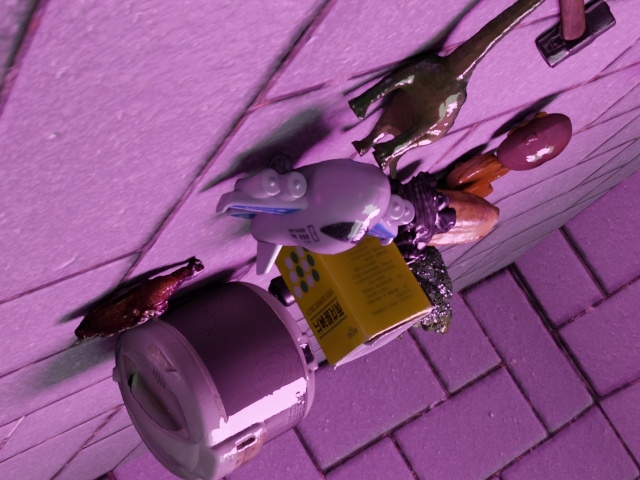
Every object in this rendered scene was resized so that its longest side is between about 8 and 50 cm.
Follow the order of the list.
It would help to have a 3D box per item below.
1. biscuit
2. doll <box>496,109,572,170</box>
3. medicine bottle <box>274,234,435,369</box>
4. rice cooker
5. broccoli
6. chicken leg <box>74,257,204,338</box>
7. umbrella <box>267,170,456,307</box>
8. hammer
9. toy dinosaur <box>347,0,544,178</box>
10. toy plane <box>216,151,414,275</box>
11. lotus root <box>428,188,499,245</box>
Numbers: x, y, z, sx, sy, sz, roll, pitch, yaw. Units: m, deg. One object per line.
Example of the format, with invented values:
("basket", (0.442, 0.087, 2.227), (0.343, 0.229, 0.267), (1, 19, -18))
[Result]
("biscuit", (0.278, -0.109, 2.106), (0.196, 0.049, 0.301), (-29, 169, -7))
("doll", (0.383, -0.180, 1.984), (0.145, 0.096, 0.188), (-24, 178, -9))
("medicine bottle", (0.036, 0.044, 1.603), (0.141, 0.250, 0.137), (-21, 166, -34))
("rice cooker", (-0.177, 0.230, 1.759), (0.277, 0.288, 0.288), (-26, 168, -35))
("broccoli", (0.132, 0.089, 2.066), (0.242, 0.261, 0.269), (-50, -154, -11))
("chicken leg", (-0.251, 0.082, 1.521), (0.205, 0.053, 0.093), (-22, -170, -13))
("umbrella", (0.069, 0.000, 1.798), (0.336, 0.128, 0.154), (-23, 130, -19))
("hammer", (0.323, -0.308, 1.379), (0.111, 0.043, 0.365), (-33, 168, 9))
("toy dinosaur", (0.175, -0.206, 1.349), (0.301, 0.087, 0.447), (-37, 171, -4))
("toy plane", (-0.010, -0.035, 1.384), (0.266, 0.123, 0.267), (0, 166, 0))
("lotus root", (0.204, -0.040, 1.975), (0.258, 0.097, 0.110), (0, 129, -24))
